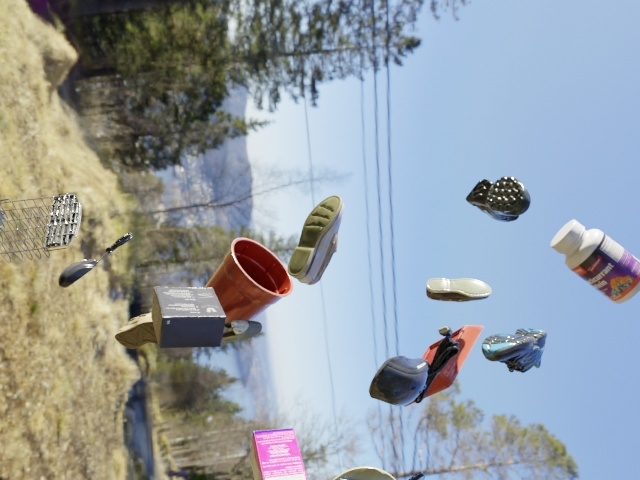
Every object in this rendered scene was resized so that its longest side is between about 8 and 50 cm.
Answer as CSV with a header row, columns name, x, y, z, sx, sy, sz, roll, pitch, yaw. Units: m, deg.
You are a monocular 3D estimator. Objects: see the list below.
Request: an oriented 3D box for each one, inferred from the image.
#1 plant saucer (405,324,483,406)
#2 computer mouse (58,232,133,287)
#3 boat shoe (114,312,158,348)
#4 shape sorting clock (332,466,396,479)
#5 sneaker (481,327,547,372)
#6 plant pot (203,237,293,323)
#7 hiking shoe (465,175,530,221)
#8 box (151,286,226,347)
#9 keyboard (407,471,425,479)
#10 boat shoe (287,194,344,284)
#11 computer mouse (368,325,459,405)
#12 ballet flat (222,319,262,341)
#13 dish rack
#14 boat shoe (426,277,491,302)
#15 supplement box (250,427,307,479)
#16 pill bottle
name,x,y,z,sx,sy,sz,roll,pitch,yaw
plant saucer,0.365,0.378,1.835,0.048,0.258,0.259,43,-37,0
computer mouse,-0.594,0.042,1.564,0.041,0.071,0.242,55,45,-13
boat shoe,-0.611,0.306,2.153,0.121,0.341,0.110,55,39,-28
shape sorting clock,0.103,0.641,1.423,0.040,0.206,0.206,-88,171,-85
sneaker,0.644,0.373,1.936,0.125,0.341,0.139,4,-88,47
plant pot,-0.286,0.178,2.112,0.265,0.272,0.272,-46,-150,20
hiking shoe,0.544,-0.112,1.721,0.113,0.132,0.304,-55,-168,4
box,-0.338,0.192,1.502,0.158,0.156,0.093,-133,-129,-57
keyboard,0.172,0.792,1.744,0.033,0.317,0.201,51,-23,36
boat shoe,0.000,0.000,1.912,0.113,0.302,0.103,18,-15,45
computer mouse,0.203,0.249,1.158,0.060,0.184,0.262,34,3,33
ballet flat,-0.301,0.298,1.960,0.068,0.213,0.072,78,1,-50
dish rack,-0.755,-0.027,1.534,0.074,0.272,0.208,87,-7,-52
boat shoe,0.494,0.184,2.131,0.081,0.228,0.068,-73,164,-45
supplement box,-0.103,0.591,1.474,0.220,0.114,0.111,-113,-152,-56
pill bottle,0.618,0.043,1.323,0.193,0.108,0.108,39,-13,5
